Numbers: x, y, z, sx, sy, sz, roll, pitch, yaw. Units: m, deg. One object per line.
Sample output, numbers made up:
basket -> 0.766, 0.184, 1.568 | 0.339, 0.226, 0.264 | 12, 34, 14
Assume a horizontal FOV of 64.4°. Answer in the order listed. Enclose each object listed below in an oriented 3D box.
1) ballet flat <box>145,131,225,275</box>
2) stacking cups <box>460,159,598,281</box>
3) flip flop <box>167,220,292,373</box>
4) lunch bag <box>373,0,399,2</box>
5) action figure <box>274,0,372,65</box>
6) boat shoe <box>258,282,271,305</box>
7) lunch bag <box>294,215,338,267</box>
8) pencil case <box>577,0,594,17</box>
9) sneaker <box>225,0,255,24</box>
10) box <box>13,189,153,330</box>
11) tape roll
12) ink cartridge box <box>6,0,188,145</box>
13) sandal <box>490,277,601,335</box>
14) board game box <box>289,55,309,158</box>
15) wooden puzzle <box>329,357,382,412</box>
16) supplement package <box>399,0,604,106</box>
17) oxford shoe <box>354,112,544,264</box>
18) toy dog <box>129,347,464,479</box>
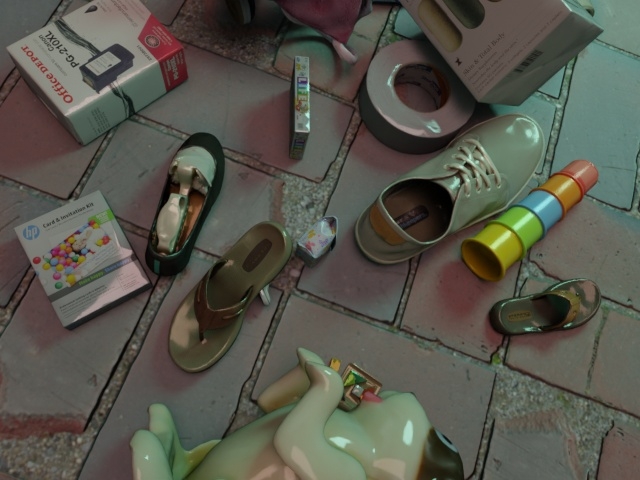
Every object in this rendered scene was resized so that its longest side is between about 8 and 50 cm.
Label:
ballet flat -> -0.223, -0.076, 0.857 | 0.096, 0.096, 0.280 | 12, 71, -4
stacking cups -> 0.399, -0.053, 0.959 | 0.316, 0.096, 0.096 | -38, 82, -22
flip flop -> -0.148, 0.084, 0.805 | 0.112, 0.080, 0.277 | 39, 89, 10
lunch bag -> 0.134, -0.621, 1.093 | 0.176, 0.090, 0.218 | 1, 71, -6
action figure -> -0.104, -0.483, 0.915 | 0.371, 0.275, 0.248 | -10, 44, -22
boat shoe -> -0.098, 0.062, 0.867 | 0.035, 0.035, 0.100 | -18, 70, -11
lunch bag -> 0.000, 0.000, 0.882 | 0.053, 0.071, 0.083 | 40, 70, 6
pencil case -> 0.418, -0.577, 1.082 | 0.184, 0.160, 0.409 | -15, 75, -29
sneaker -> -0.135, -0.569, 1.027 | 0.153, 0.099, 0.282 | -14, 73, -12
box -> -0.384, 0.029, 0.830 | 0.145, 0.038, 0.186 | -28, 78, -16
tape roll -> 0.189, -0.283, 1.001 | 0.220, 0.072, 0.219 | 2, 73, -8
ink cartridge box -> -0.387, -0.312, 0.904 | 0.237, 0.100, 0.172 | -40, 82, -18
sandal -> 0.415, 0.119, 0.915 | 0.220, 0.060, 0.089 | -7, 74, -11
board game box -> -0.040, -0.242, 0.935 | 0.026, 0.103, 0.153 | 2, 73, -9
wooden puzzle -> 0.058, 0.250, 0.842 | 0.117, 0.014, 0.078 | 28, 71, 0
supplement package -> 0.329, -0.416, 0.941 | 0.198, 0.199, 0.262 | -13, 65, -47
oxford shoe -> 0.260, -0.108, 0.929 | 0.450, 0.130, 0.169 | -32, 78, -18
toy dog -> -0.004, 0.339, 0.668 | 0.409, 0.284, 0.394 | -11, 75, -14
